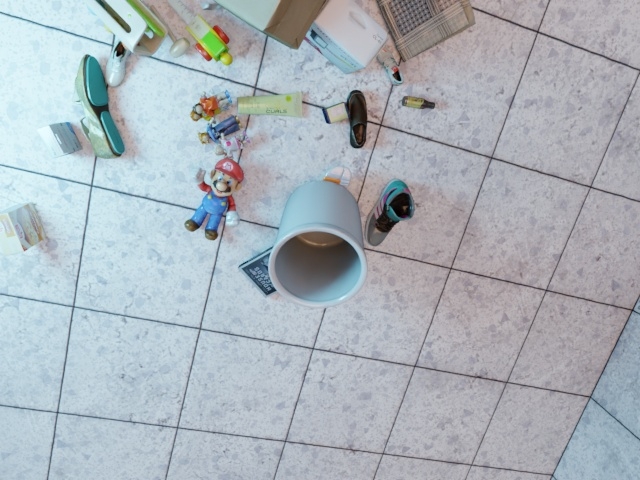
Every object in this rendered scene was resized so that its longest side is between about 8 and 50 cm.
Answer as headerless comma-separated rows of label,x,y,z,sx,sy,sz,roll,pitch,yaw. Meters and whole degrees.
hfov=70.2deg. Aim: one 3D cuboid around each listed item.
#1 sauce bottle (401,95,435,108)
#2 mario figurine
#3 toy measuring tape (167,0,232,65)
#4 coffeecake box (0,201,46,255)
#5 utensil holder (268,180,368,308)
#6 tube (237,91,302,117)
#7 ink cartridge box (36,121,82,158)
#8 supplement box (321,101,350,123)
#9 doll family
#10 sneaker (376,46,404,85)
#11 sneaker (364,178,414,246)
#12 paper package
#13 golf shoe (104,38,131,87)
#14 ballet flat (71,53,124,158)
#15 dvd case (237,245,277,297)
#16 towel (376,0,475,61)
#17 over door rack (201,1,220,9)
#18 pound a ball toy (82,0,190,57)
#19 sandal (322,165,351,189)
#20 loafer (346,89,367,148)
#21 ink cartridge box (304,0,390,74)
sauce bottle,0.380,-0.531,1.760,0.128,0.042,0.042,4,106,-12
mario figurine,-0.391,-0.153,1.681,0.198,0.170,0.321,7,118,-47
toy measuring tape,-0.412,-0.720,1.564,0.121,0.121,0.330,-43,86,5
coffeecake box,-1.063,-0.044,1.604,0.068,0.185,0.143,-13,109,-5
utensil holder,0.000,0.000,1.644,0.327,0.385,0.328,1,121,2
tube,-0.185,-0.499,1.674,0.240,0.062,0.070,-4,148,-13
ink cartridge box,-0.889,-0.341,1.544,0.060,0.180,0.104,-21,108,-2
supplement box,0.057,-0.477,1.702,0.083,0.083,0.056,-20,109,-2
doll family,-0.377,-0.424,1.651,0.163,0.118,0.263,-27,127,-7
sneaker,0.264,-0.649,1.686,0.057,0.075,0.161,-33,109,2
sneaker,0.279,-0.091,1.805,0.123,0.178,0.296,19,103,-14
paper package,-0.145,-0.785,1.340,0.325,0.168,0.310,43,112,26
golf shoe,-0.694,-0.608,1.544,0.069,0.086,0.176,20,104,-16
ballet flat,-0.786,-0.451,1.569,0.123,0.123,0.349,-13,108,-5
dvd case,-0.192,0.123,1.817,0.238,0.030,0.179,-29,111,31
towel,0.382,-0.865,1.650,0.324,0.056,0.312,-29,109,0
over door rack,-0.248,-0.918,1.519,0.324,0.108,0.240,-4,108,7
pound a ball toy,-0.616,-0.716,1.490,0.319,0.208,0.135,46,112,-1
sandal,0.037,-0.188,1.798,0.101,0.076,0.265,21,121,-8
loafer,0.148,-0.457,1.725,0.080,0.078,0.220,-9,108,-6
ink cartridge box,0.072,-0.685,1.523,0.226,0.306,0.131,35,98,-16
